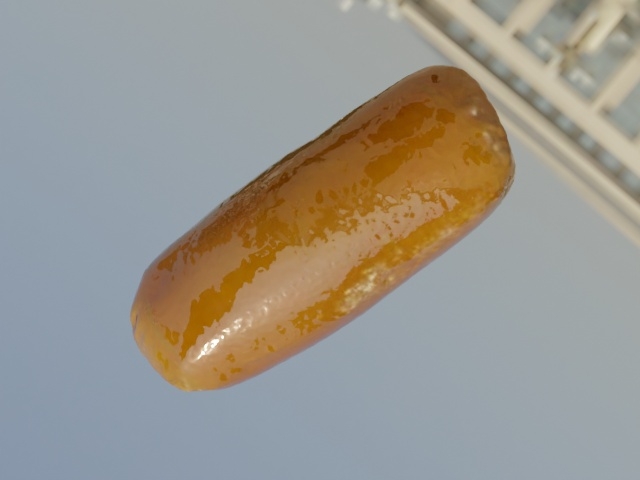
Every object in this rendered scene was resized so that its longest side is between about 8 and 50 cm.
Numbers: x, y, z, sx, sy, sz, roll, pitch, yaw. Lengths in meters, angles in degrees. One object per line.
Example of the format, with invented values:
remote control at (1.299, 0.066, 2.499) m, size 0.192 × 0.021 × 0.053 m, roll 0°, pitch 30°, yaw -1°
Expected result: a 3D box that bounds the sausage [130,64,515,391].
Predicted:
sausage at (0.000, 0.000, 1.050) m, size 0.098 × 0.238 × 0.098 m, roll 52°, pitch -167°, yaw -17°
